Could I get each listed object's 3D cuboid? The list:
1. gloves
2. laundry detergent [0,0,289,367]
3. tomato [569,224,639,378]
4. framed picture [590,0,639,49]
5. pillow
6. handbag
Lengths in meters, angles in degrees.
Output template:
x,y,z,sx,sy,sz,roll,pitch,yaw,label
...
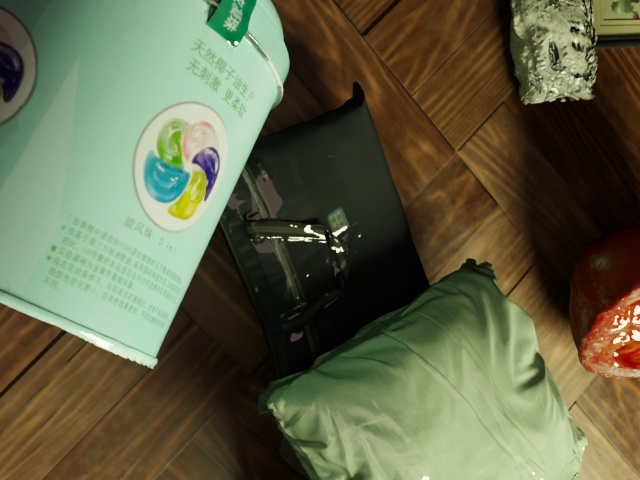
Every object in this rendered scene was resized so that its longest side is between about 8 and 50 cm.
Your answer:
x,y,z,sx,sy,sz,roll,pitch,yaw,label
0.264,-0.228,0.946,0.114,0.070,0.153,-10,96,-21,gloves
-0.191,-0.099,0.645,0.287,0.287,0.305,28,78,-22,laundry detergent
0.372,0.049,0.962,0.201,0.139,0.233,-9,140,-6,tomato
0.394,-0.329,1.025,0.195,0.010,0.199,-7,97,-22,framed picture
0.123,0.194,0.831,0.310,0.138,0.283,-30,95,-32,pillow
0.000,0.000,0.845,0.211,0.089,0.254,-31,110,-26,handbag
